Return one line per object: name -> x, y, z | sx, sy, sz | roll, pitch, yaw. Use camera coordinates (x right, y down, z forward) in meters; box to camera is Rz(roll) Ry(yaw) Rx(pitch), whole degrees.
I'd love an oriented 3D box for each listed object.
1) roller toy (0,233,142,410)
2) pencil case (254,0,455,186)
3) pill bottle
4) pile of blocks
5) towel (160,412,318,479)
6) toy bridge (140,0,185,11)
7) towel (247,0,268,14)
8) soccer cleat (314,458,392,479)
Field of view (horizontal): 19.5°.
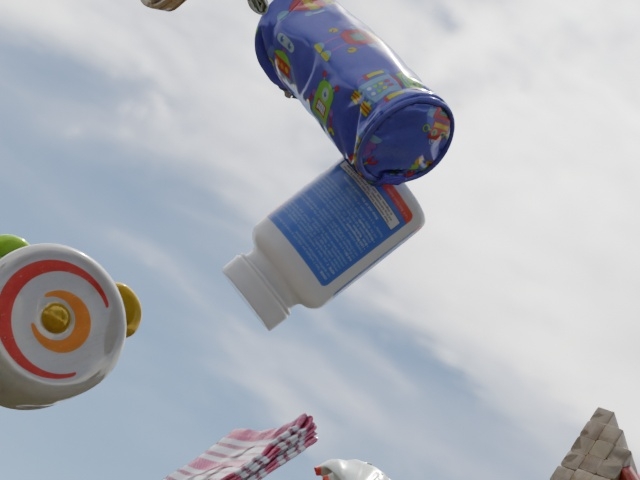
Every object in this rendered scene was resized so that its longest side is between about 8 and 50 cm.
roller toy -> -0.335, 0.105, 2.231 | 0.209, 0.191, 0.146 | 32, -25, -18
pencil case -> 0.030, -0.172, 2.105 | 0.119, 0.133, 0.306 | 2, 29, -32
pill bottle -> 0.000, 0.000, 2.122 | 0.124, 0.221, 0.124 | 51, -6, 8
pile of blocks -> 0.329, 0.359, 1.989 | 0.112, 0.149, 0.362 | 17, -58, 35
towel -> -0.109, 0.220, 1.729 | 0.144, 0.197, 0.029 | -16, -80, 51
toy bridge -> -0.158, -0.264, 1.876 | 0.026, 0.063, 0.188 | 7, 10, -29
towel -> -0.099, -0.309, 1.898 | 0.113, 0.023, 0.152 | 69, -6, -46
soccer cleat -> 0.056, 0.285, 2.007 | 0.076, 0.068, 0.196 | -8, 22, -19
